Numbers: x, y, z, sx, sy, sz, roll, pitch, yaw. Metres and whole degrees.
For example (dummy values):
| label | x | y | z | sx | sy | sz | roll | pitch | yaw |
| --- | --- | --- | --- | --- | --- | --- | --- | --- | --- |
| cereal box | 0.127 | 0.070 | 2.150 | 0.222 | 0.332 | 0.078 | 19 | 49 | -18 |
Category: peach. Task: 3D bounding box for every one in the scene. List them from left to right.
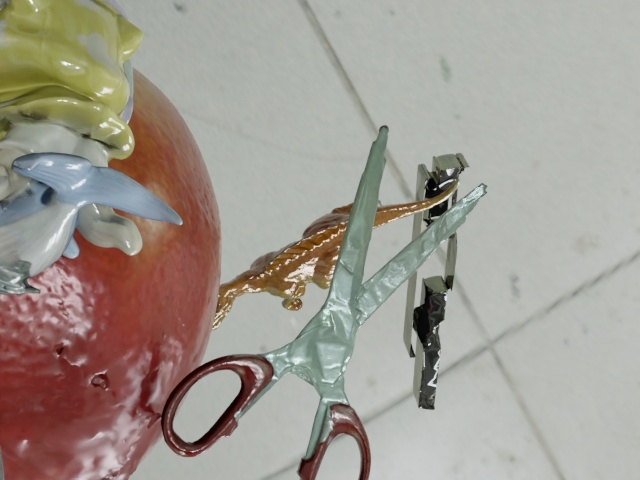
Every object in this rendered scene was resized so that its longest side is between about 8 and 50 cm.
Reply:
| label | x | y | z | sx | sy | sz | roll | pitch | yaw |
| --- | --- | --- | --- | --- | --- | --- | --- | --- | --- |
| peach | -0.233 | 0.029 | 1.114 | 0.370 | 0.370 | 0.370 | -6 | 115 | -14 |

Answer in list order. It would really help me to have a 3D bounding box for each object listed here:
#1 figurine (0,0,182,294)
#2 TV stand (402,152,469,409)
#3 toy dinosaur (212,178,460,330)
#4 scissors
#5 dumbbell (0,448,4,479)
| label | x | y | z | sx | sy | sz | roll | pitch | yaw |
| --- | --- | --- | --- | --- | --- | --- | --- | --- | --- |
| figurine | -0.155 | -0.056 | 0.880 | 0.128 | 0.208 | 0.184 | 20 | 93 | -36 |
| TV stand | 0.102 | 0.040 | 1.454 | 0.042 | 0.036 | 0.249 | -2 | 117 | -11 |
| toy dinosaur | -0.001 | 0.001 | 1.302 | 0.212 | 0.057 | 0.142 | -45 | 158 | 29 |
| scissors | 0.013 | 0.052 | 1.024 | 0.144 | 0.017 | 0.247 | 30 | 88 | -15 |
| dumbbell | -0.188 | 0.026 | 0.390 | 0.124 | 0.140 | 0.225 | -35 | 118 | 2 |
